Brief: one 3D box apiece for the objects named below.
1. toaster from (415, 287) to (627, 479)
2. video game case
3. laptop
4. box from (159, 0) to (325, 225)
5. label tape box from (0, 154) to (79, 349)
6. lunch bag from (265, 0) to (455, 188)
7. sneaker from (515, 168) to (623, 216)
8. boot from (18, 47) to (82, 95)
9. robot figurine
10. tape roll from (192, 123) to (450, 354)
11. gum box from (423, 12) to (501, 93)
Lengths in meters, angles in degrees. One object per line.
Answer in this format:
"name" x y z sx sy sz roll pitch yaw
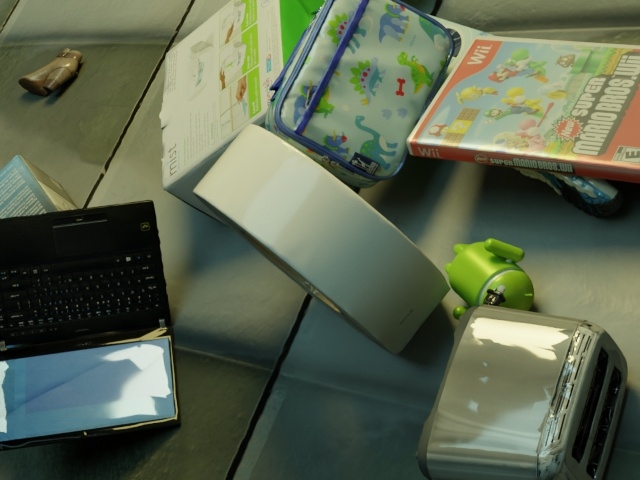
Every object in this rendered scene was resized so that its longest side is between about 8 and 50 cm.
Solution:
"toaster" 0.200 0.156 1.165 0.146 0.129 0.227 4 61 35
"video game case" 0.263 -0.151 1.336 0.285 0.025 0.204 9 49 31
"laptop" -0.307 0.102 1.516 0.234 0.264 0.136 -7 12 -5
"box" -0.095 -0.194 1.619 0.231 0.127 0.262 -34 44 30
"label tape box" -0.429 0.060 1.735 0.240 0.106 0.333 -45 46 2
"lunch bag" 0.043 -0.185 1.433 0.219 0.176 0.090 -63 10 -12
"sneaker" 0.273 -0.096 1.333 0.083 0.071 0.191 -43 43 -4
"boot" -0.456 -0.290 2.064 0.118 0.042 0.087 15 64 42
"robot figurine" 0.183 0.046 1.297 0.115 0.067 0.101 47 120 46
"tape roll" 0.000 0.000 1.319 0.100 0.286 0.286 -51 43 -5
"gum box" 0.137 -0.203 1.532 0.184 0.041 0.157 29 81 47
